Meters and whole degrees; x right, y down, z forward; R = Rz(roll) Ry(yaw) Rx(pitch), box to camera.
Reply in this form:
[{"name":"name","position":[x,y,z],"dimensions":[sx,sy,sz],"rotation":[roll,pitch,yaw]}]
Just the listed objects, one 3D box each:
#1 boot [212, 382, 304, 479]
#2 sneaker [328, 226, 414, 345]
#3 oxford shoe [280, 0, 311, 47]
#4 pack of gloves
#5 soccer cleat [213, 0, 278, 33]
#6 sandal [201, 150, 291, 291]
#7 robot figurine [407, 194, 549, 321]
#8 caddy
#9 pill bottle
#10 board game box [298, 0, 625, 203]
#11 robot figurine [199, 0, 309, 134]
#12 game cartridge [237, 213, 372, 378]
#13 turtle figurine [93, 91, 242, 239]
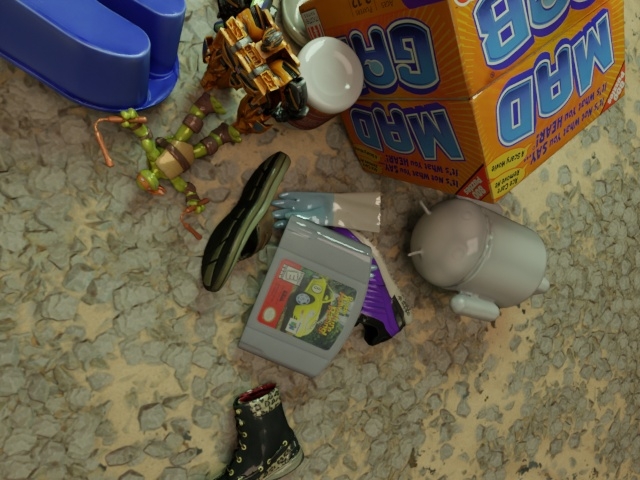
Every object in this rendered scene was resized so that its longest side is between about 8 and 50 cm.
[{"name":"boot","position":[-0.160,0.407,0.811],"dimensions":[0.236,0.085,0.179],"rotation":[-18,97,-25]},{"name":"sneaker","position":[0.079,0.106,0.873],"dimensions":[0.146,0.102,0.293],"rotation":[-37,105,-14]},{"name":"oxford shoe","position":[0.071,-0.589,0.820],"dimensions":[0.169,0.130,0.450],"rotation":[37,82,-21]},{"name":"pack of gloves","position":[0.000,0.000,0.808],"dimensions":[0.231,0.046,0.195],"rotation":[1,93,10]},{"name":"soccer cleat","position":[-0.126,-0.508,0.769],"dimensions":[0.121,0.093,0.290],"rotation":[14,88,-14]},{"name":"sandal","position":[-0.128,-0.030,0.785],"dimensions":[0.086,0.120,0.303],"rotation":[36,80,-33]},{"name":"robot figurine","position":[0.350,0.030,0.918],"dimensions":[0.353,0.199,0.300],"rotation":[21,62,-20]},{"name":"caddy","position":[-0.382,-0.358,0.639],"dimensions":[0.341,0.179,0.241],"rotation":[33,58,-19]},{"name":"pill bottle","position":[-0.018,-0.272,0.754],"dimensions":[0.121,0.216,0.121],"rotation":[-1,93,-21]},{"name":"board game box","position":[0.248,-0.340,0.732],"dimensions":[0.356,0.356,0.357],"rotation":[-36,121,-15]},{"name":"robot figurine","position":[-0.120,-0.269,0.676],"dimensions":[0.085,0.291,0.211],"rotation":[-39,104,-14]},{"name":"game cartridge","position":[-0.023,0.119,0.796],"dimensions":[0.195,0.060,0.295],"rotation":[22,103,-5]},{"name":"turtle figurine","position":[-0.249,-0.148,0.745],"dimensions":[0.217,0.087,0.270],"rotation":[-45,127,-17]}]
